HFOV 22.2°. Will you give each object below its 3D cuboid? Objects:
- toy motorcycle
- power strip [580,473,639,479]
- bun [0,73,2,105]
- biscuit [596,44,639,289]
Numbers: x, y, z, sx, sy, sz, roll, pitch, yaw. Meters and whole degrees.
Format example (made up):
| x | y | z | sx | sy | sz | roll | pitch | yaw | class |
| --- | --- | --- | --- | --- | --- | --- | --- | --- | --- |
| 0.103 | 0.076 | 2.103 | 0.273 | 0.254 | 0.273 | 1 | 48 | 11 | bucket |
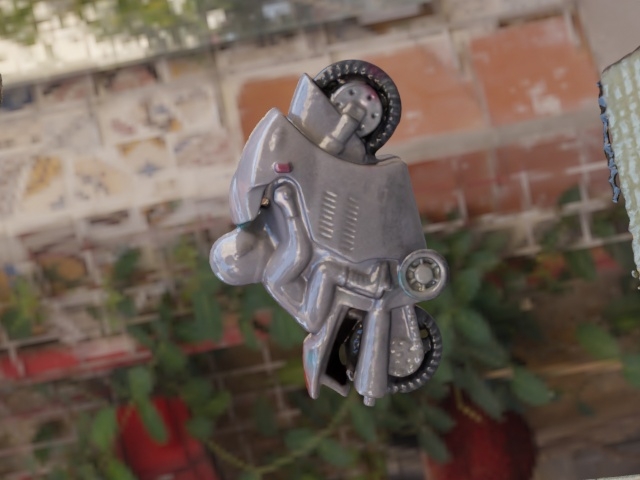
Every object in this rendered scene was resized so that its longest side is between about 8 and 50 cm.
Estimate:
| x | y | z | sx | sy | sz | roll | pitch | yaw | class |
| --- | --- | --- | --- | --- | --- | --- | --- | --- | --- |
| 0.000 | 0.000 | 1.229 | 0.110 | 0.171 | 0.260 | -120 | 19 | -78 | toy motorcycle |
| 0.236 | 0.271 | 1.505 | 0.053 | 0.288 | 0.093 | 39 | -133 | -54 | power strip |
| -0.395 | -0.142 | 1.522 | 0.195 | 0.195 | 0.118 | 78 | -147 | -67 | bun |
| 0.194 | 0.018 | 0.666 | 0.150 | 0.052 | 0.252 | -33 | 61 | 52 | biscuit |
